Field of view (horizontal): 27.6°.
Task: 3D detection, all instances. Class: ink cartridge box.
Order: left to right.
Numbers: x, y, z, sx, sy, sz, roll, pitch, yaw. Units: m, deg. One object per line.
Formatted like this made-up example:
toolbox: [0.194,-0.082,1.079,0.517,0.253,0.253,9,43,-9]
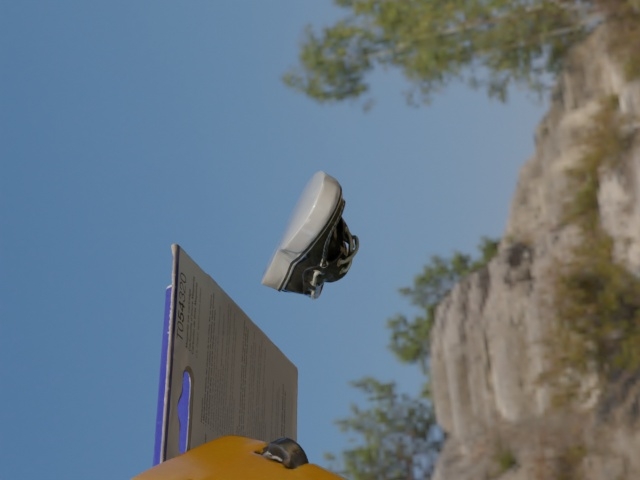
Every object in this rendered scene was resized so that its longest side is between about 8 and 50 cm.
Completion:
ink cartridge box: [-0.110,0.218,1.310,0.330,0.071,0.324,51,-146,-54]

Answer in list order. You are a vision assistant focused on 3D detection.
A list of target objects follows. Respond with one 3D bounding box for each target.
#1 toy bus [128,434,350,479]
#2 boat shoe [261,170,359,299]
toy bus: [-0.016,0.239,0.956,0.108,0.332,0.130,-19,-69,-35]
boat shoe: [0.000,0.000,1.229,0.219,0.070,0.078,122,170,-69]
